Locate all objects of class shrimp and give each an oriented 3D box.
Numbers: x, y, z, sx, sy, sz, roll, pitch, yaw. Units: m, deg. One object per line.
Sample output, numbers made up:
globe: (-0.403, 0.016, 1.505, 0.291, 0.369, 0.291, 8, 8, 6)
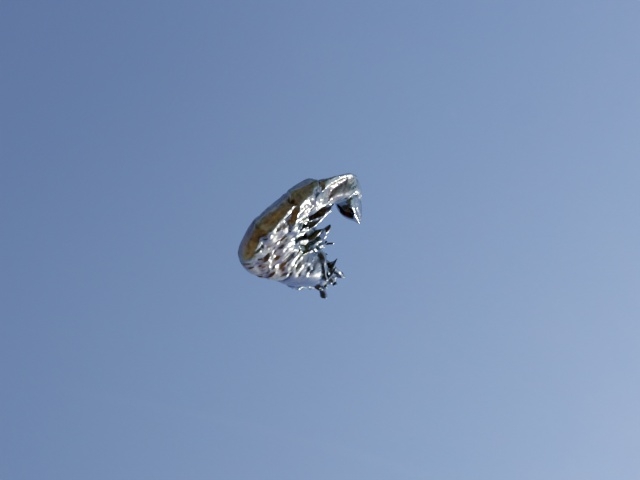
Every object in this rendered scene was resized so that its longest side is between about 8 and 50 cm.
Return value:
shrimp: (0.000, 0.000, 0.682, 0.091, 0.161, 0.034, -41, -110, 3)
